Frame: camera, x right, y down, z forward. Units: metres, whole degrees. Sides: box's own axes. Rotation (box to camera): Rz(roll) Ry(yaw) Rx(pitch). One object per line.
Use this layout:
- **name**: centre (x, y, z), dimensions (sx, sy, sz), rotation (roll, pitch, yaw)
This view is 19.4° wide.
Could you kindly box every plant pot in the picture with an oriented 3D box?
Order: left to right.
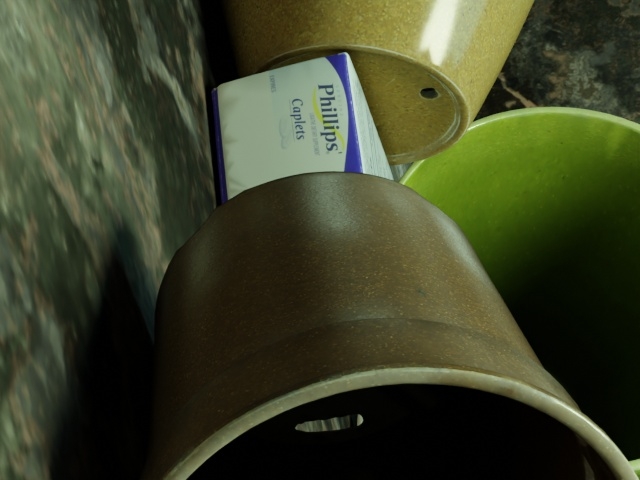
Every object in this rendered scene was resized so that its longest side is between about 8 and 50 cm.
- **plant pot**: centre (0.010, 0.067, 0.625), dimensions (0.165, 0.167, 0.167), rotation (-105, 178, -58)
- **plant pot**: centre (0.035, -0.177, 1.012), dimensions (0.237, 0.237, 0.254), rotation (65, 28, -59)
- **plant pot**: centre (0.161, 0.092, 1.391), dimensions (0.293, 0.274, 0.275), rotation (97, -14, -63)

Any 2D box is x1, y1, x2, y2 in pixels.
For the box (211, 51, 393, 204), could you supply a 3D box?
- **box**: centre (0.000, 0.000, 0.931), dimensions (0.137, 0.072, 0.126), rotation (67, 14, -58)

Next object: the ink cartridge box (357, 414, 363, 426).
- **ink cartridge box**: centre (0.085, 0.219, 1.097), dimensions (0.237, 0.100, 0.172), rotation (-84, 161, -64)
